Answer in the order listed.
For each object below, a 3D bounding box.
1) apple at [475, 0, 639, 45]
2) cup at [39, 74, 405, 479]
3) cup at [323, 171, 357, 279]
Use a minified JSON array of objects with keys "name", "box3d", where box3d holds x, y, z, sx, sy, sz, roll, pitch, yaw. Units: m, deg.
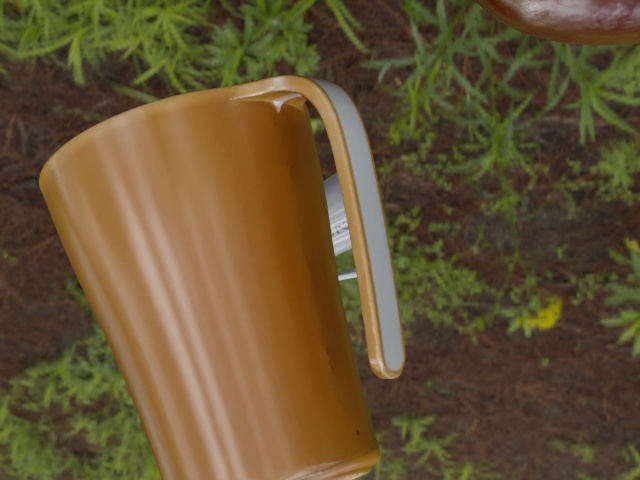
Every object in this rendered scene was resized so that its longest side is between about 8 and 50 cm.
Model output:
[{"name":"apple","box3d":[0.211,-0.273,0.742,0.288,0.288,0.317,38,161,-26]},{"name":"cup","box3d":[-0.046,0.028,0.705,0.226,0.264,0.182,-29,163,35]},{"name":"cup","box3d":[0.000,0.000,1.116,0.116,0.074,0.104,-30,113,-14]}]
